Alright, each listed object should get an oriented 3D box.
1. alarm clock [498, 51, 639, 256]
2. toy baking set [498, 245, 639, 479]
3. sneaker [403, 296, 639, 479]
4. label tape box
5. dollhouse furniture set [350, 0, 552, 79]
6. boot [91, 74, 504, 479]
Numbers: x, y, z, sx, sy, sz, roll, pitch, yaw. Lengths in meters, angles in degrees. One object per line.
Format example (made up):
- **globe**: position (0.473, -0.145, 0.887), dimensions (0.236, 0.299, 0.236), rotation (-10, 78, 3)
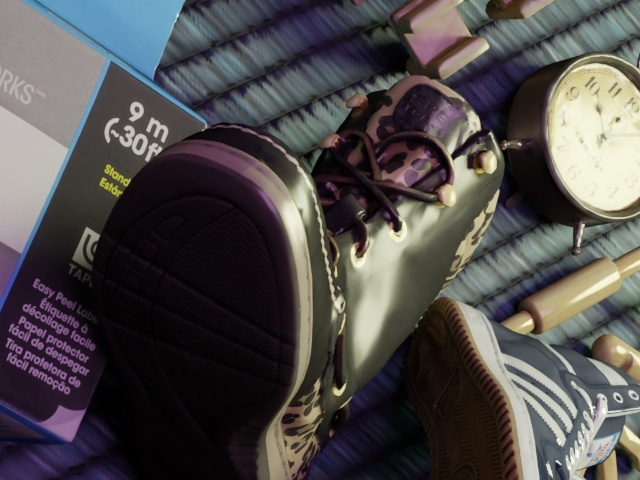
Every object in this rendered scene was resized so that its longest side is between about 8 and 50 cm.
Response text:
- **alarm clock**: position (0.214, -0.087, 1.485), dimensions (0.192, 0.064, 0.129), rotation (-43, 107, -27)
- **toy baking set**: position (0.230, 0.107, 1.496), dimensions (0.256, 0.030, 0.196), rotation (-31, 107, -26)
- **sneaker**: position (0.152, 0.146, 1.300), dimensions (0.153, 0.282, 0.099), rotation (23, 114, -18)
- **label tape box**: position (-0.204, -0.078, 1.176), dimensions (0.241, 0.106, 0.333), rotation (33, 68, -31)
- **dollhouse furniture set**: position (0.097, -0.269, 1.415), dimensions (0.242, 0.161, 0.212), rotation (-35, 104, -9)
- **boot**: position (0.000, 0.000, 1.200), dimensions (0.284, 0.138, 0.377), rotation (-52, 156, -32)
